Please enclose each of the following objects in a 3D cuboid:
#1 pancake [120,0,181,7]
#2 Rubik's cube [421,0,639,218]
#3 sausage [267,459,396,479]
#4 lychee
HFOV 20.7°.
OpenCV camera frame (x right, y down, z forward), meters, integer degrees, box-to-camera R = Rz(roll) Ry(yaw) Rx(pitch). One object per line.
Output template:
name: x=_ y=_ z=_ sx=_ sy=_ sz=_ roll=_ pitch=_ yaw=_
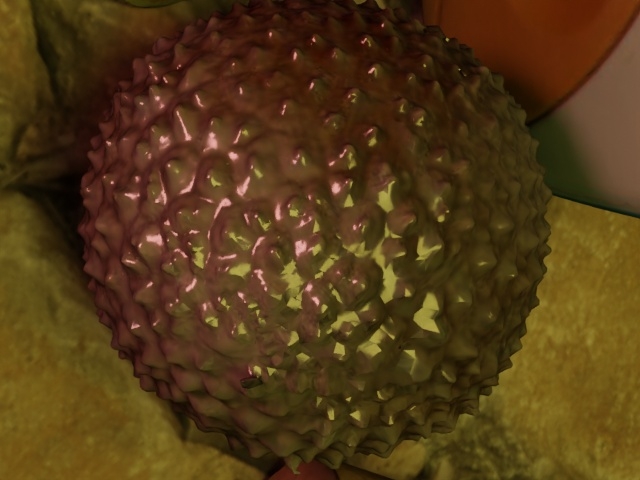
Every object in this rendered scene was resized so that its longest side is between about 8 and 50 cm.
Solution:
pancake: x=-0.099 y=-0.196 z=1.086 sx=0.108 sy=0.017 sz=0.108 roll=-10 pitch=108 yaw=-32
Rubik's cube: x=0.285 y=-0.210 z=1.109 sx=0.351 sy=0.347 sz=0.352 roll=-8 pitch=106 yaw=-28
sausage: x=0.070 y=0.239 z=1.227 sx=0.253 sy=0.123 sz=0.123 roll=24 pitch=89 yaw=-31
lychee: x=0.005 y=-0.003 z=1.041 sx=0.300 sy=0.300 sz=0.300 roll=-7 pitch=105 yaw=-28
